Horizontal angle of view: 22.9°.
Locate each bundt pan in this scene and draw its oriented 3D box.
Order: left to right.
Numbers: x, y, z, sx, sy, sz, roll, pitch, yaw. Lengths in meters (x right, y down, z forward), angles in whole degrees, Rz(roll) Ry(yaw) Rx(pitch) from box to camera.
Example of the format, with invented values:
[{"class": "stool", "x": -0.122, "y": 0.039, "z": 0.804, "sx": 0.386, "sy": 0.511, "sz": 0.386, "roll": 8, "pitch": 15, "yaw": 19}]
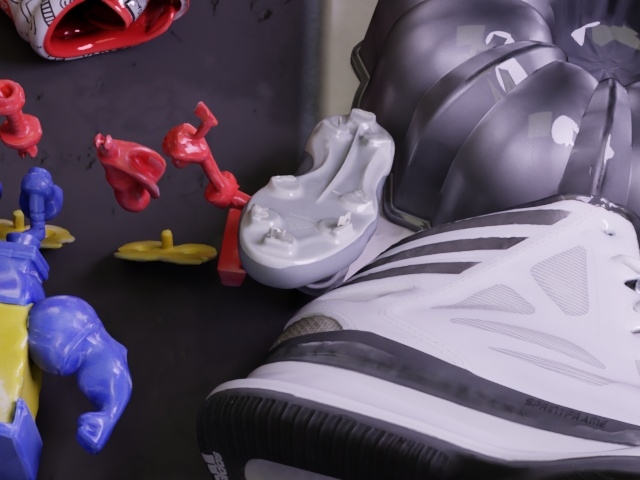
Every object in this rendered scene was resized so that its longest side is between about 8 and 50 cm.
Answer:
[{"class": "bundt pan", "x": 0.183, "y": -0.117, "z": 1.002, "sx": 0.331, "sy": 0.124, "sz": 0.331, "roll": 1, "pitch": 61, "yaw": -2}]

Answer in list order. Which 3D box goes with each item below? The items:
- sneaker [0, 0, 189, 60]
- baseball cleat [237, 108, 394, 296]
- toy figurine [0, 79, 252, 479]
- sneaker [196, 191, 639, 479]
[{"class": "sneaker", "x": -0.103, "y": -0.220, "z": 1.069, "sx": 0.270, "sy": 0.090, "sz": 0.145, "roll": -28, "pitch": 66, "yaw": -14}, {"class": "baseball cleat", "x": 0.000, "y": 0.000, "z": 0.911, "sx": 0.072, "sy": 0.109, "sz": 0.206, "roll": 19, "pitch": 29, "yaw": 11}, {"class": "toy figurine", "x": -0.229, "y": 0.041, "z": 0.864, "sx": 0.362, "sy": 0.191, "sz": 0.217, "roll": 8, "pitch": 65, "yaw": 3}, {"class": "sneaker", "x": 0.184, "y": 0.080, "z": 0.782, "sx": 0.447, "sy": 0.169, "sz": 0.257, "roll": 15, "pitch": 44, "yaw": 28}]
